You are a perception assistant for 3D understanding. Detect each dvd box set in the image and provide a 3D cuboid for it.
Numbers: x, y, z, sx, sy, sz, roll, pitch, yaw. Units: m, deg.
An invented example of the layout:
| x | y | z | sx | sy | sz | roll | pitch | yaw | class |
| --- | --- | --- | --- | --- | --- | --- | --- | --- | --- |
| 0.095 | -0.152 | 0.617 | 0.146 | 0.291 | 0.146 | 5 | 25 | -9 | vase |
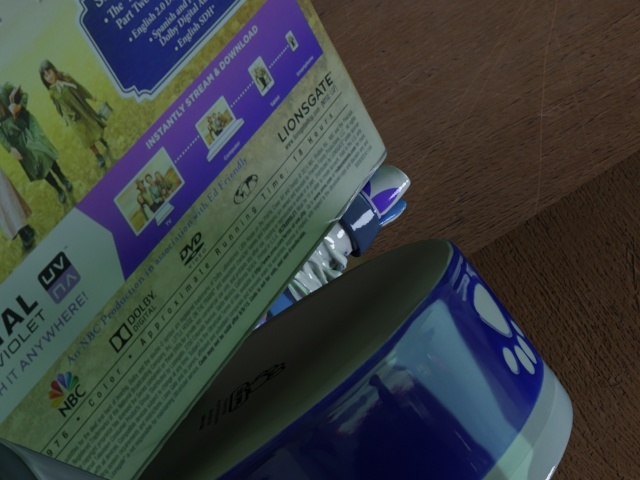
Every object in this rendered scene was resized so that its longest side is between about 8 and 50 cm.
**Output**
| x | y | z | sx | sy | sz | roll | pitch | yaw | class |
| --- | --- | --- | --- | --- | --- | --- | --- | --- | --- |
| -0.150 | -0.100 | 0.544 | 0.062 | 0.307 | 0.420 | 3 | -45 | 42 | dvd box set |

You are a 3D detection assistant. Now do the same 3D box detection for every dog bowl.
| x | y | z | sx | sy | sz | roll | pitch | yaw | class |
| --- | --- | --- | --- | --- | --- | --- | --- | --- | --- |
| -0.009 | 0.115 | 0.709 | 0.104 | 0.265 | 0.265 | 54 | 6 | -8 | dog bowl |

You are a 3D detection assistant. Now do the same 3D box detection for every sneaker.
| x | y | z | sx | sy | sz | roll | pitch | yaw | class |
| --- | --- | --- | --- | --- | --- | --- | --- | --- | --- |
| 0.000 | 0.000 | 1.529 | 0.130 | 0.236 | 0.323 | 54 | 6 | -31 | sneaker |

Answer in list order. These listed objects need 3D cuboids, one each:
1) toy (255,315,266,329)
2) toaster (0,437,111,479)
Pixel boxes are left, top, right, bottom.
| x | y | z | sx | sy | sz | roll | pitch | yaw | class |
| --- | --- | --- | --- | --- | --- | --- | --- | --- | --- |
| -0.071 | 0.084 | 1.276 | 0.237 | 0.056 | 0.136 | -127 | -164 | -84 | toy |
| -0.087 | 0.171 | 0.447 | 0.227 | 0.129 | 0.146 | 58 | 3 | 15 | toaster |
